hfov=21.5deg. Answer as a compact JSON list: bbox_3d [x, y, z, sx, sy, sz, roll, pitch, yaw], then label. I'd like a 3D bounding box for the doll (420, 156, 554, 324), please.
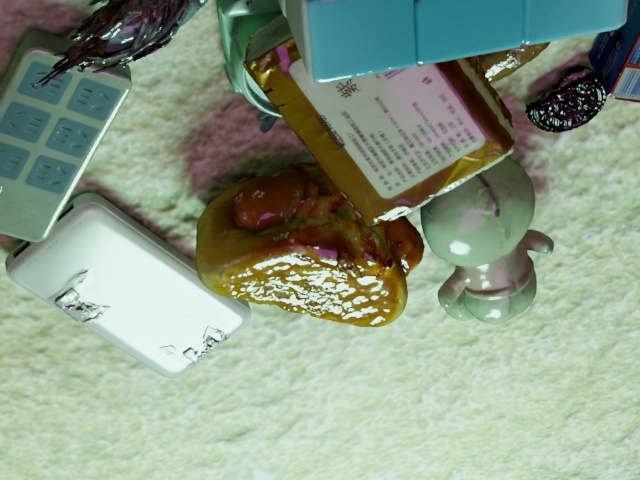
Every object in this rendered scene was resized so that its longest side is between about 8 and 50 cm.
[{"bbox_3d":[0.190,-0.007,1.918,0.155,0.113,0.275,-26,135,-14],"label":"doll"}]

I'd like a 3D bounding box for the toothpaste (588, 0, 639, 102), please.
[{"bbox_3d":[0.369,-0.288,1.726,0.066,0.076,0.320,5,132,-20],"label":"toothpaste"}]

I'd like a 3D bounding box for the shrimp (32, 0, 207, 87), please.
[{"bbox_3d":[-0.184,-0.213,1.638,0.233,0.090,0.079,-37,153,2],"label":"shrimp"}]

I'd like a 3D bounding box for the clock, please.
[{"bbox_3d":[-0.020,-0.190,1.725,0.159,0.066,0.211,-8,135,-6],"label":"clock"}]

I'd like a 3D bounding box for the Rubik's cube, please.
[{"bbox_3d":[0.089,-0.349,1.443,0.292,0.291,0.290,-10,135,-7],"label":"Rubik's cube"}]

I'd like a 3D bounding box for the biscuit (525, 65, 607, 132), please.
[{"bbox_3d":[0.271,-0.154,1.862,0.089,0.027,0.087,-1,134,-13],"label":"biscuit"}]

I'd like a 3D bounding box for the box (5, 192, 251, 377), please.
[{"bbox_3d":[-0.215,0.057,1.929,0.142,0.044,0.285,-37,131,18],"label":"box"}]

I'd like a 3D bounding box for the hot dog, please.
[{"bbox_3d":[0.000,0.000,1.861,0.257,0.150,0.153,14,137,-25],"label":"hot dog"}]

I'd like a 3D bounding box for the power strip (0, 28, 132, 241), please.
[{"bbox_3d":[-0.296,-0.104,1.750,0.118,0.046,0.270,15,128,-27],"label":"power strip"}]

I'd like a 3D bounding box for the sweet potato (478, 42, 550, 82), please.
[{"bbox_3d":[0.201,-0.206,1.775,0.068,0.060,0.206,22,133,-41],"label":"sweet potato"}]

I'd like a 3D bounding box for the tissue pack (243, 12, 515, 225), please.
[{"bbox_3d":[0.060,-0.142,1.642,0.183,0.092,0.226,-28,119,21],"label":"tissue pack"}]

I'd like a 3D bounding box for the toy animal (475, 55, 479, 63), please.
[{"bbox_3d":[0.114,-0.194,1.728,0.124,0.124,0.212,-1,127,-14],"label":"toy animal"}]
